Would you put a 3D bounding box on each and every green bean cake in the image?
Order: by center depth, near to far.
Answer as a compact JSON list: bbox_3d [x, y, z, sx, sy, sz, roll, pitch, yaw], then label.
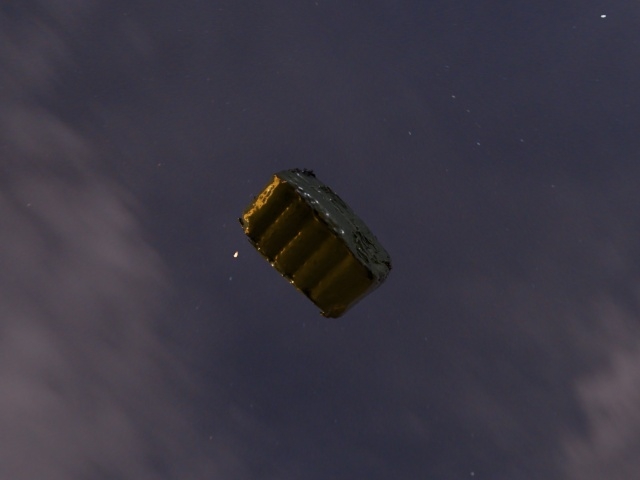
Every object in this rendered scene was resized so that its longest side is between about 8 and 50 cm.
[{"bbox_3d":[0.000,0.000,0.906,0.113,0.200,0.214,-45,-96,14],"label":"green bean cake"}]
